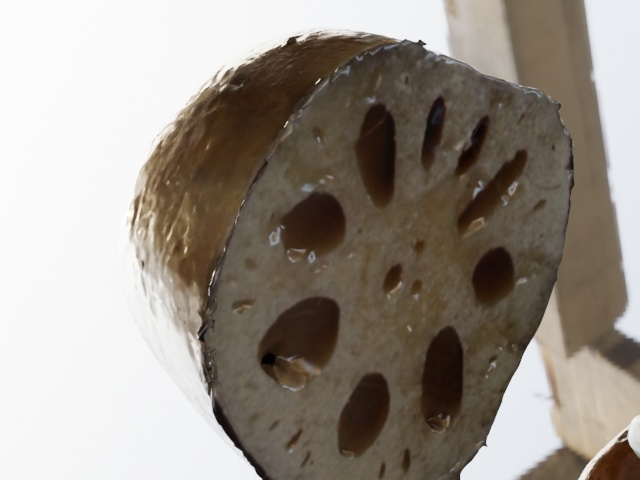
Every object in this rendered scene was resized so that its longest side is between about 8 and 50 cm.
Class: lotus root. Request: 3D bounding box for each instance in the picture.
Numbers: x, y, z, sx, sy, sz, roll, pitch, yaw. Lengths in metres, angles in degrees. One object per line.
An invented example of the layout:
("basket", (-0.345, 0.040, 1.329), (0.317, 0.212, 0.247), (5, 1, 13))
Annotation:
("lotus root", (0.000, 0.000, 0.810), (0.272, 0.272, 0.192), (-34, -143, -20))

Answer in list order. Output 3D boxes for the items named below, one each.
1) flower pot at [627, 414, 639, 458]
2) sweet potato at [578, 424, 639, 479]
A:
("flower pot", (0.358, 0.106, 0.884), (0.368, 0.254, 0.164), (-22, 179, -21))
("sweet potato", (0.272, 0.160, 1.076), (0.359, 0.112, 0.112), (-37, -139, -2))
